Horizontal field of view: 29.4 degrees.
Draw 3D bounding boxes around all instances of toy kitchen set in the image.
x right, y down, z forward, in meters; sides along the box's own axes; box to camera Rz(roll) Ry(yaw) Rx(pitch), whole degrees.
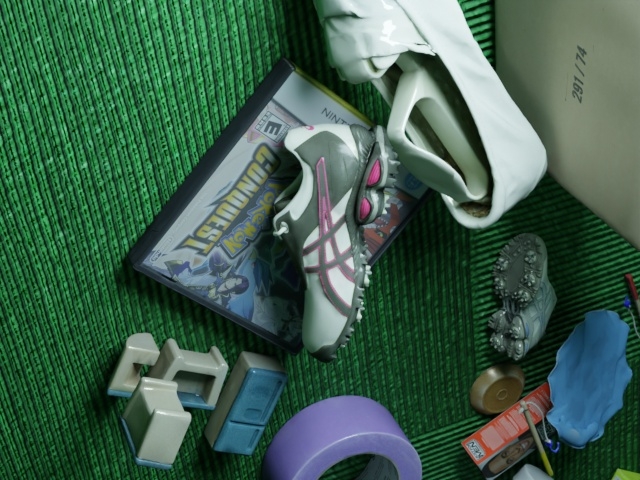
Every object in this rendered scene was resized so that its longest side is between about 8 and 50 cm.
[{"bbox_3d":[-0.131,0.208,1.356,0.207,0.166,0.122,13,113,-30],"label":"toy kitchen set"}]

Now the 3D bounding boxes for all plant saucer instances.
[{"bbox_3d":[0.237,0.200,1.614,0.083,0.015,0.083,-11,123,-18],"label":"plant saucer"}]

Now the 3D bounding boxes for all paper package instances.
[{"bbox_3d":[0.311,-0.202,1.220,0.168,0.309,0.325,-19,127,-16],"label":"paper package"}]

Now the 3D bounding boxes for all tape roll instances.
[{"bbox_3d":[0.027,0.294,1.535,0.189,0.080,0.189,-11,122,-18],"label":"tape roll"}]

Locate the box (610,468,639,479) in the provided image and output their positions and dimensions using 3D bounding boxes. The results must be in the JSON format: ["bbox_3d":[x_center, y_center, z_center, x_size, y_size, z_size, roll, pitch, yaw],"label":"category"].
[{"bbox_3d":[0.520,0.394,1.801,0.178,0.109,0.042,17,107,-31],"label":"box"}]

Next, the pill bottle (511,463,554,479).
[{"bbox_3d":[0.248,0.420,1.685,0.124,0.124,0.221,31,103,-35],"label":"pill bottle"}]

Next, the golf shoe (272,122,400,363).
[{"bbox_3d":[0.000,0.000,1.305,0.120,0.105,0.273,8,112,-9],"label":"golf shoe"}]

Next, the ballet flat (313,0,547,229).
[{"bbox_3d":[0.089,-0.167,1.200,0.139,0.139,0.400,-39,115,1],"label":"ballet flat"}]

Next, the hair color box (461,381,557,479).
[{"bbox_3d":[0.263,0.257,1.633,0.141,0.043,0.072,-35,143,0],"label":"hair color box"}]

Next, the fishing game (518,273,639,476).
[{"bbox_3d":[0.348,0.177,1.596,0.264,0.041,0.189,-48,129,-24],"label":"fishing game"}]

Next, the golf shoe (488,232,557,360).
[{"bbox_3d":[0.260,0.061,1.523,0.086,0.069,0.176,-21,131,-37],"label":"golf shoe"}]

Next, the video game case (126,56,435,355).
[{"bbox_3d":[-0.033,-0.027,1.341,0.248,0.035,0.275,32,102,-35],"label":"video game case"}]
